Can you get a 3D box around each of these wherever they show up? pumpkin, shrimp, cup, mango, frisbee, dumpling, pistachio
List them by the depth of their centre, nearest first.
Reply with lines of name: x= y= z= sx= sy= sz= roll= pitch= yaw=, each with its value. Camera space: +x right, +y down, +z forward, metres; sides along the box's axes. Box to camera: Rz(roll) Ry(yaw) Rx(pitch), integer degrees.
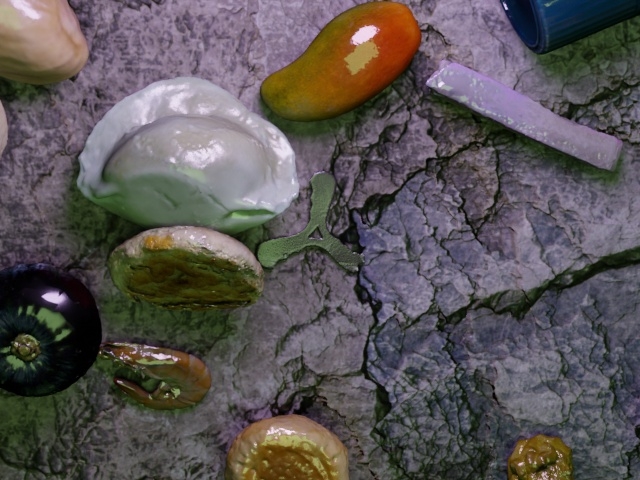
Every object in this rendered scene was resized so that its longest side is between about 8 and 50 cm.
pistachio: x=-0.502 y=-0.351 z=1.634 sx=0.293 sy=0.162 sz=0.181 roll=23 pitch=125 yaw=-15
cup: x=0.434 y=-0.489 z=1.703 sx=0.292 sy=0.242 sz=0.307 roll=-25 pitch=111 yaw=1
dumpling: x=-0.209 y=-0.123 z=1.720 sx=0.321 sy=0.212 sz=0.270 roll=22 pitch=98 yaw=-25
mango: x=0.040 y=-0.293 z=1.757 sx=0.289 sy=0.129 sz=0.146 roll=-40 pitch=110 yaw=12
pumpkin: x=-0.487 y=0.153 z=1.777 sx=0.233 sy=0.163 sz=0.233 roll=-2 pitch=106 yaw=-6
frisbee: x=0.000 y=0.000 z=1.890 sx=0.187 sy=0.012 sz=0.211 roll=40 pitch=96 yaw=-18
shrimp: x=-0.315 y=0.244 z=1.897 sx=0.236 sy=0.053 sz=0.133 roll=18 pitch=122 yaw=-17

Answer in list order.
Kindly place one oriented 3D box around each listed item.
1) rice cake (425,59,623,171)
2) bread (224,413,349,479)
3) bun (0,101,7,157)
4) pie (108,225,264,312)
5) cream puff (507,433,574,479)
rice cake: x=0.364 y=-0.222 z=1.858 sx=0.399 sy=0.064 sz=0.070 roll=23 pitch=91 yaw=-14
bread: x=-0.063 y=0.431 z=1.940 sx=0.245 sy=0.134 sz=0.244 roll=-2 pitch=106 yaw=-5
bun: x=-0.626 y=-0.191 z=1.663 sx=0.259 sy=0.152 sz=0.259 roll=-1 pitch=103 yaw=-6
pie: x=-0.228 y=0.057 z=1.767 sx=0.274 sy=0.055 sz=0.274 roll=3 pitch=149 yaw=2
cream puff: x=0.436 y=0.458 z=2.035 sx=0.146 sy=0.116 sz=0.146 roll=-1 pitch=107 yaw=-5
